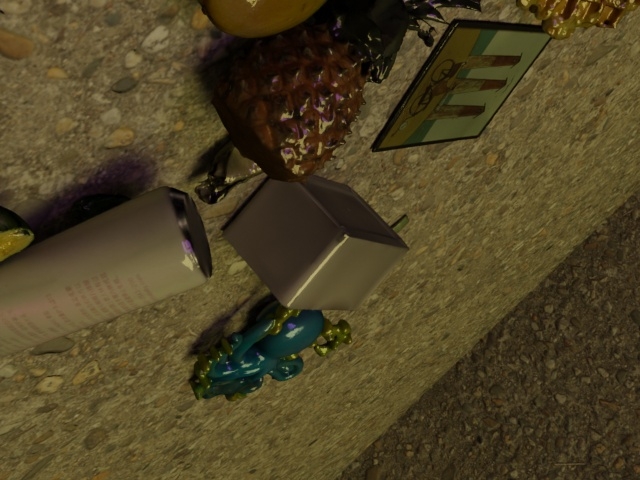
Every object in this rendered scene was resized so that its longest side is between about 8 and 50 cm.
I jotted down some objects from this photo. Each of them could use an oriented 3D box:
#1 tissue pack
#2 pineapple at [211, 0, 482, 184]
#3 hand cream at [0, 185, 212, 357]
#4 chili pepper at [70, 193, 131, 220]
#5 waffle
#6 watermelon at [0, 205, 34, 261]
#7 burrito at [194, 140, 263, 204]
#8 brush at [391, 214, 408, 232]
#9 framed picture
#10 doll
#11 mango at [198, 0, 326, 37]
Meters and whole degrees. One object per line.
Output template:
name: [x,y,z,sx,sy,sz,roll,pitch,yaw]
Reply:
tissue pack: [0.001,0.001,1.251,0.136,0.159,0.246,-50,155,15]
pineapple: [0.045,-0.228,0.930,0.364,0.165,0.165,-44,158,-9]
hand cream: [-0.297,0.054,0.930,0.358,0.118,0.185,-22,160,-1]
chili pepper: [-0.242,-0.036,0.961,0.034,0.030,0.091,-24,165,30]
waffle: [0.412,-0.421,1.184,0.324,0.068,0.302,-31,147,4]
watermelon: [-0.339,-0.002,0.816,0.105,0.062,0.105,-31,177,-2]
burrito: [-0.061,-0.123,1.057,0.229,0.058,0.063,-32,161,-15]
brush: [0.106,0.018,1.619,0.178,0.030,0.033,-39,148,-4]
framed picture: [0.238,-0.249,1.360,0.323,0.013,0.244,-13,145,-47]
doll: [-0.104,0.194,1.548,0.341,0.099,0.346,-35,156,20]
mango: [-0.035,-0.265,0.802,0.194,0.092,0.130,-42,157,-21]
